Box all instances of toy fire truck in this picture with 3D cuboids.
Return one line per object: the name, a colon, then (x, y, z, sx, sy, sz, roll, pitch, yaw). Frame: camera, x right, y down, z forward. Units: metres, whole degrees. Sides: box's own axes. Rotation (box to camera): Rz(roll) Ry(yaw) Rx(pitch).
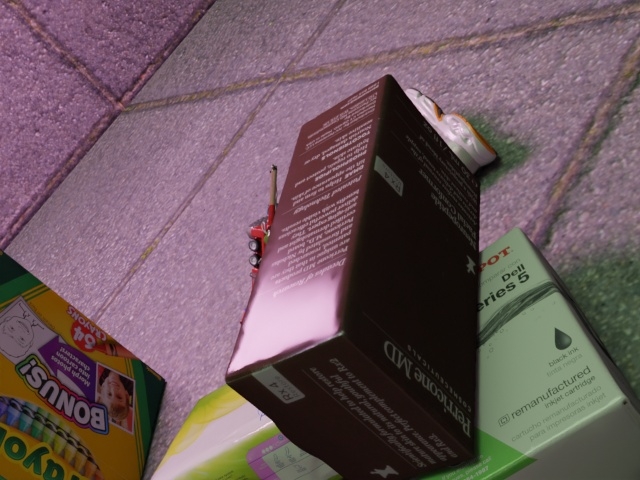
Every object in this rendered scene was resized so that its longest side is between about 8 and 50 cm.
toy fire truck: (-0.042, 0.028, 1.207, 0.135, 0.192, 0.047, 9, 17, 34)

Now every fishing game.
fishing game: (-0.073, 0.037, 1.096, 0.041, 0.264, 0.189, 1, 39, -1)

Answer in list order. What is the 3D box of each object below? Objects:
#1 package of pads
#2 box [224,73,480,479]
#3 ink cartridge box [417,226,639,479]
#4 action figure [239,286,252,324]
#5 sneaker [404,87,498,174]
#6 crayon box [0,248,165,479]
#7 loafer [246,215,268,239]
package of pads: (-0.048, 0.218, 0.946, 0.296, 0.101, 0.229, -32, 11, 20)
box: (0.053, 0.024, 0.805, 0.143, 0.191, 0.381, -26, 33, 33)
ink cartridge box: (0.183, 0.142, 0.801, 0.198, 0.115, 0.273, -36, 30, 15)
action figure: (-0.101, 0.098, 1.304, 0.038, 0.030, 0.115, -22, 31, 25)
sneaker: (0.155, -0.149, 1.238, 0.121, 0.099, 0.262, -47, 28, 5)
crayon box: (-0.408, 0.239, 1.161, 0.106, 0.363, 0.313, -30, 32, 23)
loafer: (0.000, 0.000, 1.266, 0.251, 0.087, 0.094, -1, 23, 37)
